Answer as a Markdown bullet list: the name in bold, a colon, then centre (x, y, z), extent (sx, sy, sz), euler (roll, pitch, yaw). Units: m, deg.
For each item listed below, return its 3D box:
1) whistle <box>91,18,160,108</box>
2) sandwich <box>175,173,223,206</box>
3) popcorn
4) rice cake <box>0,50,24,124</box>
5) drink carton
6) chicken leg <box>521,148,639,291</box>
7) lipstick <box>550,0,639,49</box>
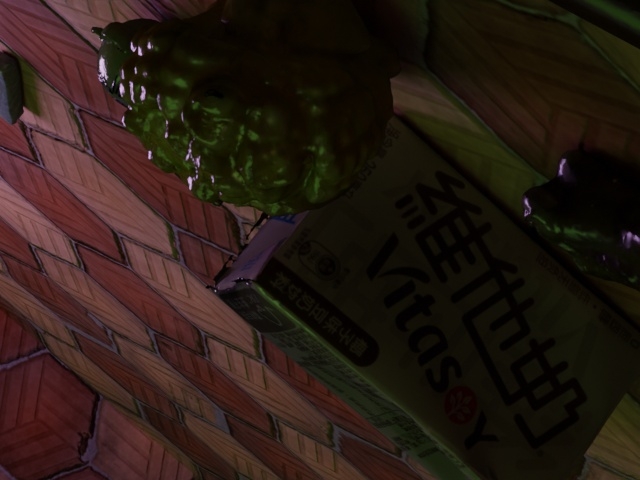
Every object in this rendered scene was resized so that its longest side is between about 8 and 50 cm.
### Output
- **whistle**: centre (-0.117, -0.125, 1.763), extent (0.227, 0.085, 0.105), euler (38, 173, 0)
- **sandwich**: centre (-0.125, -0.072, 2.032), extent (0.101, 0.026, 0.069), euler (40, 160, -17)
- **popcorn**: centre (-0.044, -0.119, 1.469), extent (0.218, 0.189, 0.169), euler (34, 157, 34)
- **rice cake**: centre (-0.363, -0.177, 2.240), extent (0.033, 0.029, 0.171), euler (40, 165, 7)
- **drink carton**: centre (0.095, 0.065, 1.639), extent (0.324, 0.194, 0.132), euler (41, 165, -12)
- **chicken leg**: centre (0.292, 0.049, 1.309), extent (0.361, 0.140, 0.211), euler (26, 142, 65)
- **lipstick**: centre (0.093, -0.199, 1.173), extent (0.357, 0.057, 0.057), euler (32, 163, 20)
